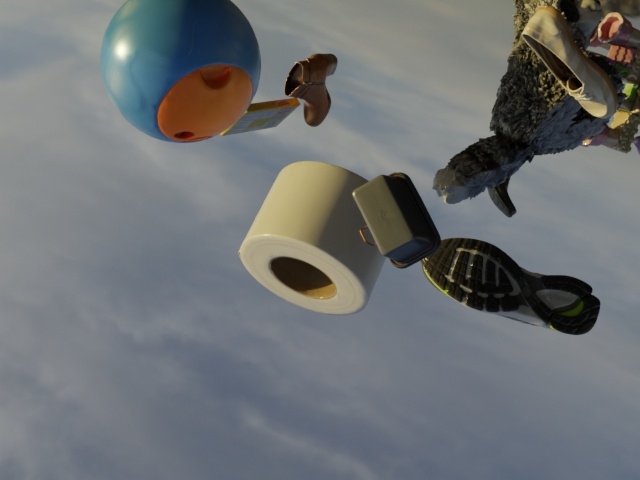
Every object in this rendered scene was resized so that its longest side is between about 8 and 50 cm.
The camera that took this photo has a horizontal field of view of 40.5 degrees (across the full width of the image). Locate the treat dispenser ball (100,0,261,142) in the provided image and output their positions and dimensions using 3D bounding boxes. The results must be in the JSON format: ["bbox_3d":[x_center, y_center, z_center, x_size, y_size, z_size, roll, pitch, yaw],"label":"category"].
[{"bbox_3d":[-0.252,-0.321,1.577,0.288,0.288,0.288,16,-160,-6],"label":"treat dispenser ball"}]

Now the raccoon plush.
[{"bbox_3d":[0.353,-0.309,1.651,0.447,0.216,0.299,-26,-119,-4],"label":"raccoon plush"}]

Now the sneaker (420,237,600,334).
[{"bbox_3d":[0.292,0.081,1.402,0.300,0.111,0.121,23,169,-12],"label":"sneaker"}]

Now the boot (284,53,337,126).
[{"bbox_3d":[-0.036,-0.354,2.080,0.073,0.197,0.152,25,-151,23],"label":"boot"}]

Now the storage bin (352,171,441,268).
[{"bbox_3d":[0.097,-0.030,1.247,0.135,0.098,0.091,65,-162,14],"label":"storage bin"}]

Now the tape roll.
[{"bbox_3d":[0.000,0.000,1.545,0.246,0.246,0.169,21,-118,7],"label":"tape roll"}]

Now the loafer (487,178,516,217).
[{"bbox_3d":[0.396,-0.132,1.924,0.062,0.061,0.170,79,165,-77],"label":"loafer"}]

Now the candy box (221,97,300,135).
[{"bbox_3d":[-0.146,-0.302,2.109,0.206,0.105,0.027,-19,-106,-52],"label":"candy box"}]

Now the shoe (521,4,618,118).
[{"bbox_3d":[0.391,-0.269,1.370,0.219,0.058,0.077,47,163,-21],"label":"shoe"}]

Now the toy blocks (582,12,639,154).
[{"bbox_3d":[0.593,-0.331,1.798,0.260,0.288,0.309,14,-171,-31],"label":"toy blocks"}]
